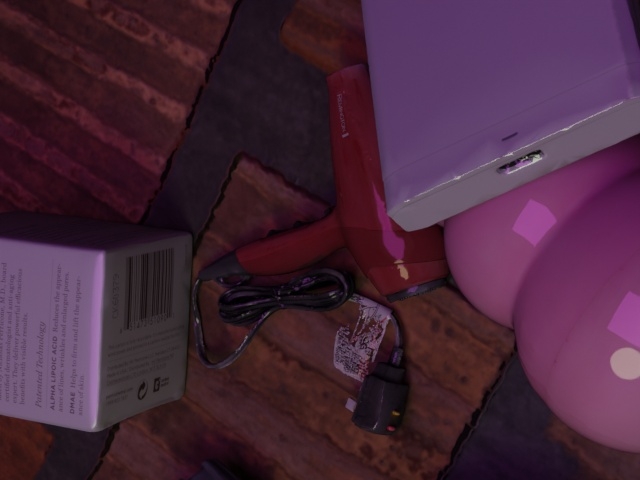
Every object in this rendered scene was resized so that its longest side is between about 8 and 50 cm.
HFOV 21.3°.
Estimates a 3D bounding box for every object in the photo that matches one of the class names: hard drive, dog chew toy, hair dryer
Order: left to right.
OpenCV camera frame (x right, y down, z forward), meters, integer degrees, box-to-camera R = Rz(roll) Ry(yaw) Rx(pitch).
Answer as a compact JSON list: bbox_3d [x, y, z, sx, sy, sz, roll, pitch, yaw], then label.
[{"bbox_3d":[0.000,0.000,1.375,0.223,0.080,0.293,23,104,21],"label":"hair dryer"},{"bbox_3d":[0.125,-0.173,1.228,0.203,0.040,0.307,-24,50,24],"label":"hard drive"},{"bbox_3d":[0.185,-0.002,1.230,0.332,0.206,0.206,45,112,29],"label":"dog chew toy"}]

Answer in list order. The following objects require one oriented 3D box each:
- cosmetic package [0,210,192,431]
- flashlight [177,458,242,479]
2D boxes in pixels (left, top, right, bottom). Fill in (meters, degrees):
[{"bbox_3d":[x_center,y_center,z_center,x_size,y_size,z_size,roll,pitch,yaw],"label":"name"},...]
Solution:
[{"bbox_3d":[-0.226,0.063,1.445,0.183,0.151,0.151,7,99,25],"label":"cosmetic package"},{"bbox_3d":[-0.006,0.293,1.375,0.103,0.103,0.304,-38,58,-21],"label":"flashlight"}]
